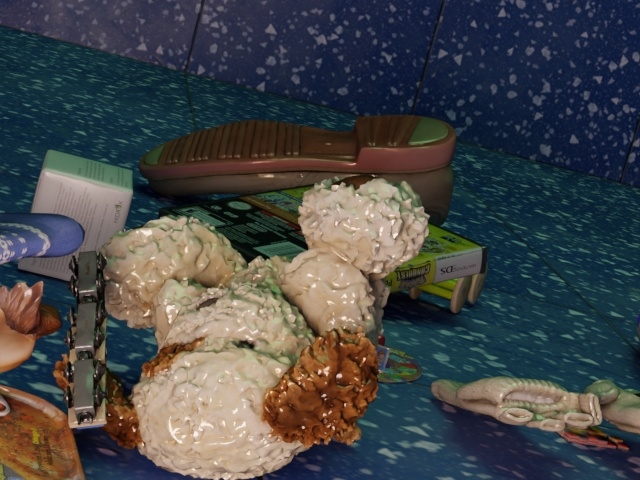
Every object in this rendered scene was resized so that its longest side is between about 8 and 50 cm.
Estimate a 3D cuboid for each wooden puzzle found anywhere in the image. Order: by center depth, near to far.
[{"bbox_3d":[0.232,0.170,1.380,0.083,0.006,0.049,11,12,-21],"label":"wooden puzzle"}]

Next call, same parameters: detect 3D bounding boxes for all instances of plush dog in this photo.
[{"bbox_3d":[-0.048,0.089,1.073,0.262,0.211,0.225,-11,16,24],"label":"plush dog"}]

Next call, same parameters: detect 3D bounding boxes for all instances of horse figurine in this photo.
[{"bbox_3d":[-0.272,0.056,1.033,0.263,0.066,0.174,0,2,24],"label":"horse figurine"}]

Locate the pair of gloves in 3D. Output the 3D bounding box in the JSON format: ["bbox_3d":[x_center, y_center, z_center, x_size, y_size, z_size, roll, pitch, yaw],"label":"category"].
[{"bbox_3d":[0.226,0.138,1.298,0.240,0.042,0.204,8,-1,-9],"label":"pair of gloves"}]

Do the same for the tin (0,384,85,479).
[{"bbox_3d":[-0.200,0.129,0.922,0.106,0.040,0.190,16,10,-17],"label":"tin"}]

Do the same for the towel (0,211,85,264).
[{"bbox_3d":[-0.338,0.028,0.955,0.243,0.040,0.336,1,12,34],"label":"towel"}]

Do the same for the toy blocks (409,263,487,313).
[{"bbox_3d":[0.105,0.031,1.777,0.148,0.054,0.123,17,13,19],"label":"toy blocks"}]

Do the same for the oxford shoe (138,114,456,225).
[{"bbox_3d":[-0.028,-0.065,1.934,0.396,0.147,0.140,0,28,8],"label":"oxford shoe"}]

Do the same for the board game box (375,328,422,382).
[{"bbox_3d":[0.018,0.085,1.444,0.168,0.033,0.133,18,12,11],"label":"board game box"}]

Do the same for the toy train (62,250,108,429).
[{"bbox_3d":[-0.151,0.066,1.007,0.027,0.036,0.158,-5,39,-3],"label":"toy train"}]

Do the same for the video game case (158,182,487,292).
[{"bbox_3d":[0.000,0.000,1.695,0.248,0.035,0.275,-11,24,-37],"label":"video game case"}]

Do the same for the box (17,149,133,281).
[{"bbox_3d":[-0.229,-0.021,1.455,0.087,0.102,0.101,15,11,-11],"label":"box"}]

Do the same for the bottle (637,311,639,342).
[{"bbox_3d":[0.417,0.102,1.747,0.118,0.092,0.283,17,11,4],"label":"bottle"}]

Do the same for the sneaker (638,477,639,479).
[{"bbox_3d":[0.331,0.219,1.168,0.209,0.082,0.069,7,43,48],"label":"sneaker"}]
